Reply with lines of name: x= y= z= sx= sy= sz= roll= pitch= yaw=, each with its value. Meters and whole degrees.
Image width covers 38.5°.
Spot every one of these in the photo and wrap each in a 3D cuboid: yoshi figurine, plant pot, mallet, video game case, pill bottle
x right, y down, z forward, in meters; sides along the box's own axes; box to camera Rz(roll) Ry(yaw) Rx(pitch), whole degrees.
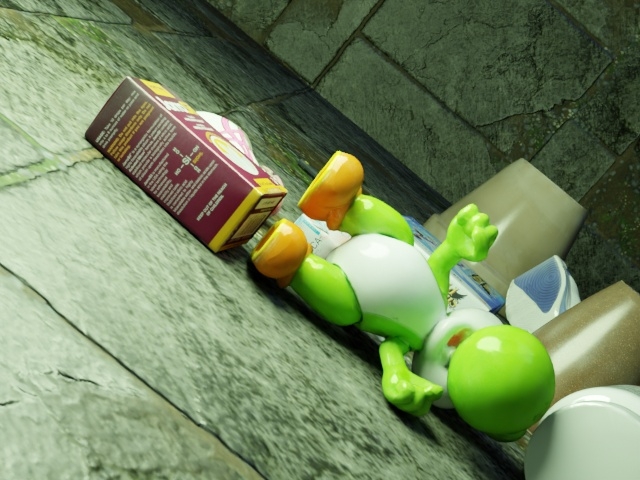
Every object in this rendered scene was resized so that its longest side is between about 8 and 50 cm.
yoshi figurine: x=0.112 y=0.076 z=0.954 sx=0.362 sy=0.203 sz=0.203 roll=41 pitch=27 yaw=-6
plant pot: x=0.388 y=0.176 z=1.293 sx=0.215 sy=0.230 sz=0.215 roll=39 pitch=11 yaw=-9
mallet: x=0.023 y=-0.092 z=1.652 sx=0.062 sy=0.039 sz=0.189 roll=30 pitch=11 yaw=-43
plant pot: x=0.417 y=-0.018 z=2.003 sx=0.323 sy=0.280 sz=0.323 roll=37 pitch=12 yaw=-9
video game case: x=0.206 y=0.052 z=1.612 sx=0.244 sy=0.061 sz=0.269 roll=44 pitch=12 yaw=13
pill bottle: x=0.324 y=0.242 z=1.015 sx=0.160 sy=0.160 sz=0.283 roll=45 pitch=13 yaw=24

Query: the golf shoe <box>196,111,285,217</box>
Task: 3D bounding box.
golf shoe: x=-0.121 y=-0.106 z=1.157 sx=0.186 sy=0.067 sz=0.086 roll=46 pitch=14 yaw=26

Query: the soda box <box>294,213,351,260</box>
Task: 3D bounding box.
soda box: x=0.000 y=0.000 z=1.162 sx=0.063 sy=0.058 sz=0.183 roll=41 pitch=11 yaw=4

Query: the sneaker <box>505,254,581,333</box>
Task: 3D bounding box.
sneaker: x=0.441 y=0.196 z=1.624 sx=0.182 sy=0.127 sz=0.315 roll=42 pitch=27 yaw=-35

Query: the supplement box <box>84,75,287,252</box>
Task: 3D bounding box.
supplement box: x=-0.139 y=-0.080 z=0.967 sx=0.188 sy=0.081 sz=0.104 roll=41 pitch=12 yaw=7
